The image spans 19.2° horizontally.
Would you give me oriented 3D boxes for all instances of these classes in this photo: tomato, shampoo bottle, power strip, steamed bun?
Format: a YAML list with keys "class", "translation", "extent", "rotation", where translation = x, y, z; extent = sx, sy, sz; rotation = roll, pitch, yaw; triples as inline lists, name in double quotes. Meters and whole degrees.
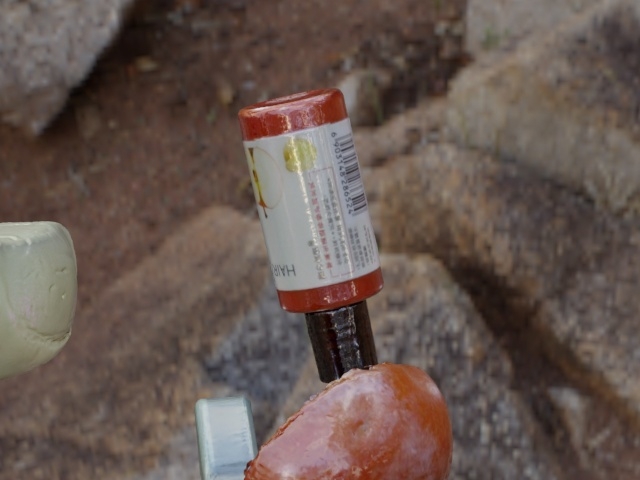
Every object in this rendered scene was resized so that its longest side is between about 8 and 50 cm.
- class: "tomato"
  translation: [0.020, 0.144, 1.065]
  extent: [0.155, 0.155, 0.069]
  rotation: [-34, 59, -27]
- class: "shampoo bottle"
  translation: [0.000, 0.000, 1.801]
  extent: [0.104, 0.278, 0.104]
  rotation: [-12, 9, 2]
- class: "power strip"
  translation: [-0.072, 0.287, 1.663]
  extent: [0.059, 0.265, 0.193]
  rotation: [-6, 38, -5]
- class: "steamed bun"
  translation: [-0.339, 0.065, 1.865]
  extent: [0.200, 0.155, 0.250]
  rotation: [-7, 8, 9]
